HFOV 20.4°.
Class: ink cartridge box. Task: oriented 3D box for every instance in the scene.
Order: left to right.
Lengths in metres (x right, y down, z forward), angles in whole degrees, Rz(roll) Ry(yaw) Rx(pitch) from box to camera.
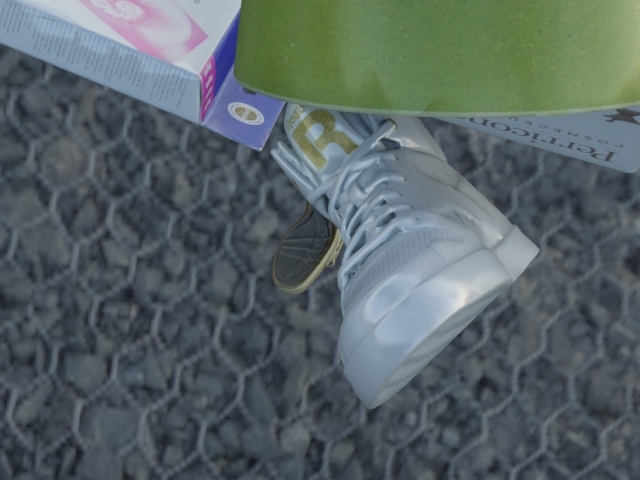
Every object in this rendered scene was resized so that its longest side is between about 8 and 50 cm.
[{"bbox_3d":[-0.177,-0.257,2.050,0.330,0.071,0.324,22,30,-1],"label":"ink cartridge box"}]

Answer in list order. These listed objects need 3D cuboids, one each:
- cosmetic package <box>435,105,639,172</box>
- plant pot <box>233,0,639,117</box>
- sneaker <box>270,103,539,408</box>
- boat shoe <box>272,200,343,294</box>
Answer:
[{"bbox_3d":[0.178,-0.289,1.407,0.329,0.393,0.327,16,78,1],"label":"cosmetic package"},{"bbox_3d":[0.083,-0.240,1.027,0.275,0.293,0.275,-1,15,0],"label":"plant pot"},{"bbox_3d":[0.026,-0.010,1.011,0.108,0.292,0.169,-43,87,14],"label":"sneaker"},{"bbox_3d":[0.000,0.000,1.556,0.050,0.045,0.135,11,53,26],"label":"boat shoe"}]
